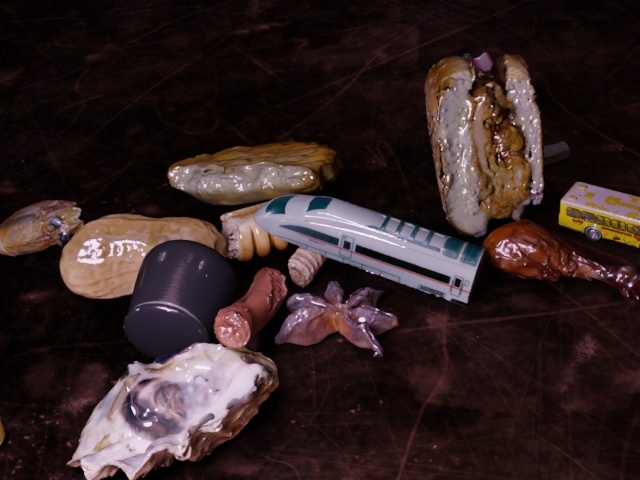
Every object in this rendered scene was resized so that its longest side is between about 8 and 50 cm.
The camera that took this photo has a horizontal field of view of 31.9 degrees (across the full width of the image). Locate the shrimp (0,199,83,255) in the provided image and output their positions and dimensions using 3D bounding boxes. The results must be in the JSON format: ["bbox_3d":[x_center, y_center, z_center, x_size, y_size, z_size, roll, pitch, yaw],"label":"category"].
[{"bbox_3d":[-0.514,-0.036,2.098,0.317,0.077,0.168,-4,34,46],"label":"shrimp"}]

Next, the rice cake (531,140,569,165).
[{"bbox_3d":[0.396,-0.157,2.169,0.180,0.030,0.042,-16,51,-10],"label":"rice cake"}]

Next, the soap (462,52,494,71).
[{"bbox_3d":[0.340,-0.283,2.275,0.065,0.122,0.203,-10,38,-4],"label":"soap"}]

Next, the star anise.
[{"bbox_3d":[0.030,0.117,1.855,0.208,0.063,0.172,6,36,20],"label":"star anise"}]

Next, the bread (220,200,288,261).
[{"bbox_3d":[-0.103,-0.019,2.038,0.177,0.084,0.119,-19,20,-14],"label":"bread"}]

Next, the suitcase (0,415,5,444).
[{"bbox_3d":[-0.620,0.275,1.709,0.235,0.143,0.194,-32,43,-29],"label":"suitcase"}]

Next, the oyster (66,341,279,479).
[{"bbox_3d":[-0.206,0.257,1.685,0.351,0.115,0.238,-27,32,-31],"label":"oyster"}]

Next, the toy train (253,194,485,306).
[{"bbox_3d":[0.076,-0.007,1.915,0.407,0.088,0.086,19,44,12],"label":"toy train"}]

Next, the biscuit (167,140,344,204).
[{"bbox_3d":[-0.106,-0.131,2.150,0.329,0.078,0.335,-16,19,-24],"label":"biscuit"}]

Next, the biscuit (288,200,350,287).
[{"bbox_3d":[0.000,0.000,2.018,0.055,0.061,0.219,-10,31,34],"label":"biscuit"}]

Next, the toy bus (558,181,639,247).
[{"bbox_3d":[0.532,-0.036,1.948,0.226,0.074,0.081,20,45,34],"label":"toy bus"}]

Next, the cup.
[{"bbox_3d":[-0.246,0.115,1.851,0.223,0.169,0.176,-31,31,37],"label":"cup"}]

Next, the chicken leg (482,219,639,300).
[{"bbox_3d":[0.420,0.034,1.876,0.304,0.093,0.113,15,30,22],"label":"chicken leg"}]

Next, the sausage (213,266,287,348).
[{"bbox_3d":[-0.109,0.108,1.826,0.078,0.078,0.304,1,15,13],"label":"sausage"}]

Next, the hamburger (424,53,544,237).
[{"bbox_3d":[0.293,-0.182,2.008,0.195,0.318,0.277,-8,16,3],"label":"hamburger"}]

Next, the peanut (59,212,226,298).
[{"bbox_3d":[-0.313,0.018,1.987,0.291,0.143,0.159,-5,52,2],"label":"peanut"}]
